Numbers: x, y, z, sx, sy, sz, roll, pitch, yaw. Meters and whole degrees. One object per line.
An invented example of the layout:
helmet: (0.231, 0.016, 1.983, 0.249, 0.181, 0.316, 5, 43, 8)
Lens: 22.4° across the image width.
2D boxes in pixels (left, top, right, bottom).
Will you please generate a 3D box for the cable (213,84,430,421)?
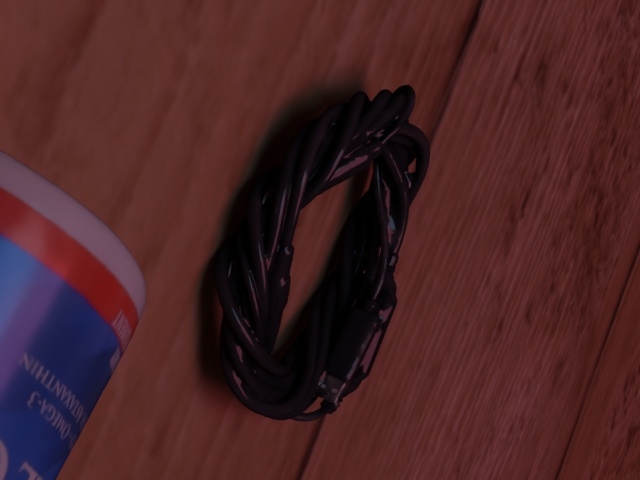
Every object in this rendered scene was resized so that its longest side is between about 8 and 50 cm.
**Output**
cable: (0.000, 0.000, 0.807, 0.150, 0.047, 0.184, 37, 74, -59)

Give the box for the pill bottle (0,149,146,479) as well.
pill bottle: (-0.148, 0.079, 0.439, 0.221, 0.124, 0.124, -64, 154, -19)
